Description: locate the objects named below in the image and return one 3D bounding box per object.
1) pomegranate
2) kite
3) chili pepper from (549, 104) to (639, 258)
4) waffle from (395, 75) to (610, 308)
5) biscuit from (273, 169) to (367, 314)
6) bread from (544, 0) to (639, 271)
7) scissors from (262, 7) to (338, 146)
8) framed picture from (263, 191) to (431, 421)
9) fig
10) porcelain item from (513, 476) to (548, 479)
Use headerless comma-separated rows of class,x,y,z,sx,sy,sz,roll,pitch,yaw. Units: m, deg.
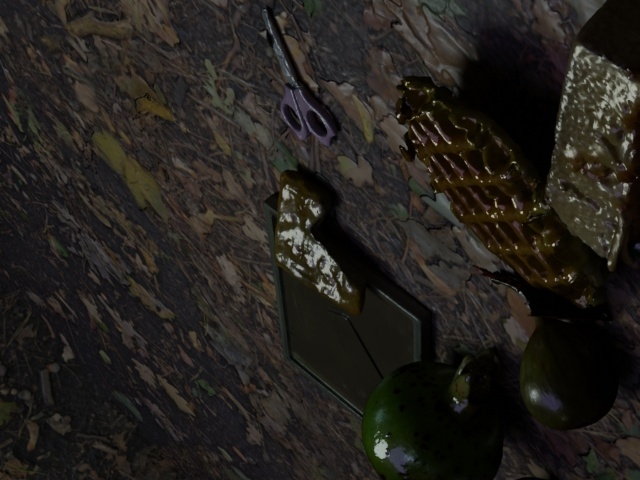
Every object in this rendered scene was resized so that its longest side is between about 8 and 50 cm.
pomegranate,0.170,0.256,2.253,0.211,0.211,0.263,47,134,8
kite,0.262,0.063,1.900,0.189,0.009,0.232,22,-167,-8
chili pepper,0.336,-0.029,1.683,0.279,0.065,0.122,32,138,32
waffle,0.199,-0.052,1.819,0.302,0.068,0.325,41,167,35
biscuit,0.000,0.000,2.316,0.174,0.039,0.183,31,135,33
bread,0.299,-0.122,1.459,0.114,0.185,0.274,33,151,23
scissors,-0.040,-0.215,2.135,0.110,0.021,0.212,20,143,47
framed picture,0.047,0.152,2.519,0.326,0.028,0.446,38,154,26
fig,0.282,0.124,1.993,0.124,0.124,0.236,95,154,-59
porcelain item,0.296,0.419,2.317,0.147,0.147,0.114,47,155,8
